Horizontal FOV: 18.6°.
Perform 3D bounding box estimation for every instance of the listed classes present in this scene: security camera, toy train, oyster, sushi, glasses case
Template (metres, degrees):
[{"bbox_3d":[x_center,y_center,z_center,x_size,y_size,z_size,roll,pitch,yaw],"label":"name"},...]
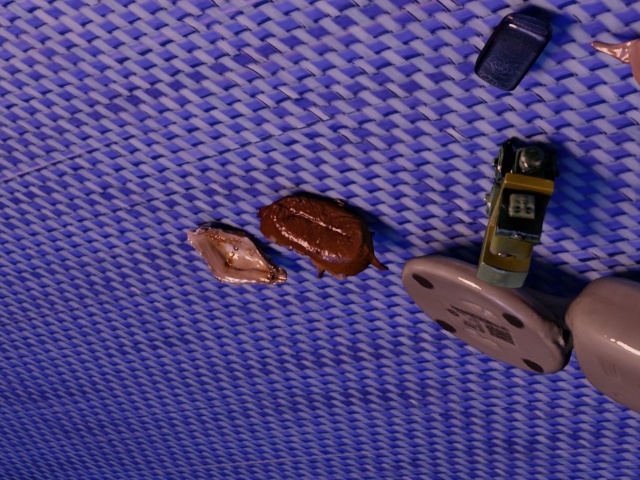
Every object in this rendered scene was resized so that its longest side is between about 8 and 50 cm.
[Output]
[{"bbox_3d":[0.206,0.068,1.586,0.301,0.080,0.157,20,161,27],"label":"security camera"},{"bbox_3d":[0.142,-0.020,1.438,0.050,0.081,0.122,13,156,3],"label":"toy train"},{"bbox_3d":[-0.075,0.013,1.751,0.093,0.034,0.051,40,136,-14],"label":"oyster"},{"bbox_3d":[0.002,-0.003,1.627,0.118,0.061,0.060,37,168,13],"label":"sushi"},{"bbox_3d":[0.127,-0.128,1.288,0.033,0.023,0.083,27,155,-2],"label":"glasses case"}]

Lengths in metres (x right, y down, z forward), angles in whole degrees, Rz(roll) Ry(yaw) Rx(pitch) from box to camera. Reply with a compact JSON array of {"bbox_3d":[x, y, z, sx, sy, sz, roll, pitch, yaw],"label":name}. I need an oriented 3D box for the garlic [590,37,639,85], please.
[{"bbox_3d":[0.247,-0.086,1.222,0.152,0.066,0.084,24,158,-12],"label":"garlic"}]
